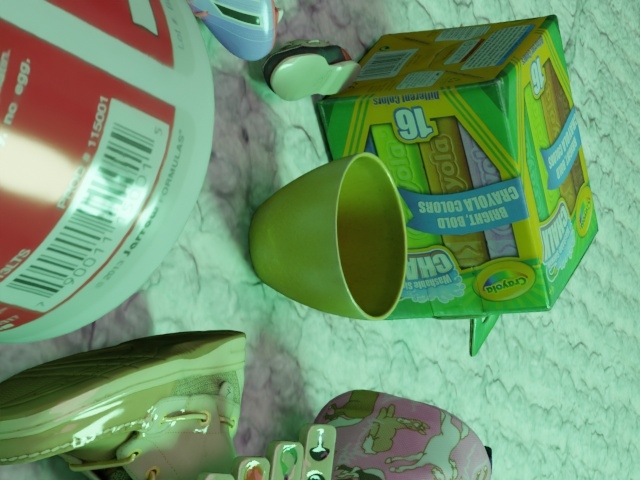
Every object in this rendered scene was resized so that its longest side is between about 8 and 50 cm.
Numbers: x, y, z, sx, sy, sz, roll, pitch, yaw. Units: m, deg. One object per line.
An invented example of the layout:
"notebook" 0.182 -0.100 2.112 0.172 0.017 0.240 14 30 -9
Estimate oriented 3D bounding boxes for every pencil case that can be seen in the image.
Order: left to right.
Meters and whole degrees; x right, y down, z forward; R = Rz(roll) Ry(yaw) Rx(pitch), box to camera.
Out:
"pencil case" 0.021 0.301 1.258 0.167 0.160 0.386 29 48 -8

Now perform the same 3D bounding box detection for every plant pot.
"plant pot" 0.000 0.000 1.325 0.134 0.095 0.134 16 72 -61

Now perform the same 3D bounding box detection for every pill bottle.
"pill bottle" -0.238 -0.092 0.713 0.408 0.229 0.229 24 65 -61

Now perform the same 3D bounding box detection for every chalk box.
"chalk box" 0.140 -0.037 1.521 0.180 0.179 0.288 -51 130 -54

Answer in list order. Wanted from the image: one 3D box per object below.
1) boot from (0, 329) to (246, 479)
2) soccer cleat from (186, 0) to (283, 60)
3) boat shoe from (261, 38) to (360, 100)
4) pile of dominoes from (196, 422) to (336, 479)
"boot" -0.120 0.171 1.066 0.262 0.095 0.203 -12 98 -66
"soccer cleat" -0.103 -0.224 1.195 0.095 0.083 0.248 -40 132 -24
"boat shoe" -0.014 -0.148 1.384 0.043 0.049 0.137 46 24 16
"pile of dominoes" -0.053 0.241 1.041 0.251 0.040 0.195 -19 107 -43
